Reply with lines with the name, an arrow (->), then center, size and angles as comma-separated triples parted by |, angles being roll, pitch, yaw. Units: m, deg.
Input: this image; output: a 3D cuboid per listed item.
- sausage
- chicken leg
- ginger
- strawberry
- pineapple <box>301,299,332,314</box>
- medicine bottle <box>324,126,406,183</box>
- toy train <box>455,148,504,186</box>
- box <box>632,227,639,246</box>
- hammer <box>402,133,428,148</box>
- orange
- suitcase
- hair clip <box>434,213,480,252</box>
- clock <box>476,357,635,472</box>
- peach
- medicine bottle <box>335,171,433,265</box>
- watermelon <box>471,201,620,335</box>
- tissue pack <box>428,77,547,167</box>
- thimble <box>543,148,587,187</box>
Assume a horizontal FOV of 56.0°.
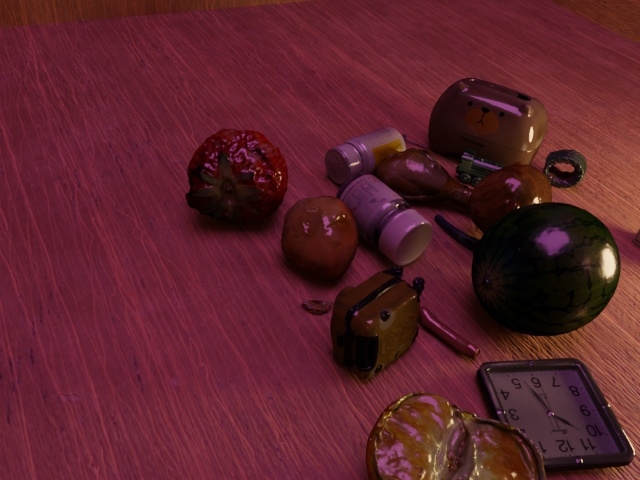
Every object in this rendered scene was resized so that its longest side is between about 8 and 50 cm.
sausage -> 0.313, 0.231, 1.497 | 0.043, 0.043, 0.186 | -29, 53, -35
chicken leg -> 0.387, -0.165, 1.918 | 0.429, 0.152, 0.201 | 25, 55, 9
ginger -> 0.559, -0.116, 1.730 | 0.269, 0.200, 0.223 | -24, 11, 0
strawberry -> -0.230, -0.207, 1.755 | 0.292, 0.291, 0.310 | 6, 47, -2
pineapple -> -0.007, 0.170, 1.538 | 0.083, 0.019, 0.045 | 5, 37, -8
medicine bottle -> 0.150, -0.282, 2.000 | 0.258, 0.143, 0.143 | -22, 48, -31
toy train -> 0.544, -0.234, 2.030 | 0.171, 0.111, 0.071 | 21, 46, 15
box -> 1.066, 0.001, 1.809 | 0.073, 0.139, 0.194 | -15, 45, -25
hammer -> 0.346, -0.362, 2.221 | 0.110, 0.019, 0.035 | 23, 43, 14
orange -> 0.251, 0.439, 1.129 | 0.335, 0.196, 0.262 | 14, 55, 14
suitcase -> 0.126, 0.187, 1.407 | 0.235, 0.193, 0.143 | -29, 44, -35
hair clip -> 0.446, -0.007, 1.798 | 0.275, 0.048, 0.083 | 35, 51, 30
clock -> 0.513, 0.384, 1.344 | 0.273, 0.049, 0.279 | -1, 41, -8
peach -> 0.000, 0.000, 1.618 | 0.214, 0.214, 0.235 | -8, 60, -18
medicine bottle -> 0.177, -0.065, 1.731 | 0.165, 0.165, 0.273 | -21, 47, -30
watermelon -> 0.555, 0.069, 1.500 | 0.363, 0.363, 0.363 | 4, 40, -4
tissue pack -> 0.595, -0.417, 2.129 | 0.387, 0.276, 0.267 | 28, 41, 21
thimble -> 0.850, -0.250, 2.091 | 0.135, 0.118, 0.090 | 10, 33, 28
